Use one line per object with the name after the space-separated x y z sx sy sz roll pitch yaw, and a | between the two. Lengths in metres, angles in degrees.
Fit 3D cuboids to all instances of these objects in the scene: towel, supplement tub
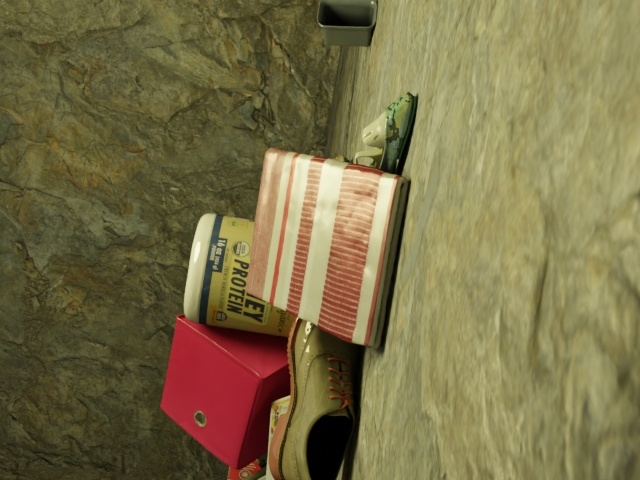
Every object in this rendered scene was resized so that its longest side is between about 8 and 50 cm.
0.000 0.000 1.170 0.329 0.037 0.237 19 103 53 | towel
-0.105 0.078 1.667 0.228 0.316 0.228 -171 90 -86 | supplement tub

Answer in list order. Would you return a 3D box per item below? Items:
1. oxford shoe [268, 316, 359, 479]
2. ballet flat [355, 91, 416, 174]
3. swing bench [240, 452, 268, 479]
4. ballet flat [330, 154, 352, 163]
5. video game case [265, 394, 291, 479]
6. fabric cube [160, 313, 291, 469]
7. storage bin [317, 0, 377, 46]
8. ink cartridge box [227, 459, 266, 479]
0.021 0.219 1.246 0.130 0.123 0.348 3 83 61 | oxford shoe
0.082 -0.123 1.121 0.070 0.070 0.188 -86 5 -49 | ballet flat
-0.096 0.468 2.031 0.254 0.165 0.253 112 168 -54 | swing bench
-0.042 -0.052 2.121 0.482 0.182 0.164 103 175 -57 | ballet flat
-0.039 0.384 1.509 0.227 0.026 0.206 -33 48 54 | video game case
-0.162 0.288 1.787 0.259 0.254 0.258 -24 -42 -49 | fabric cube
0.064 -0.510 1.913 0.091 0.135 0.098 82 -167 -64 | storage bin
-0.173 0.752 2.297 0.114 0.197 0.272 112 166 -84 | ink cartridge box
